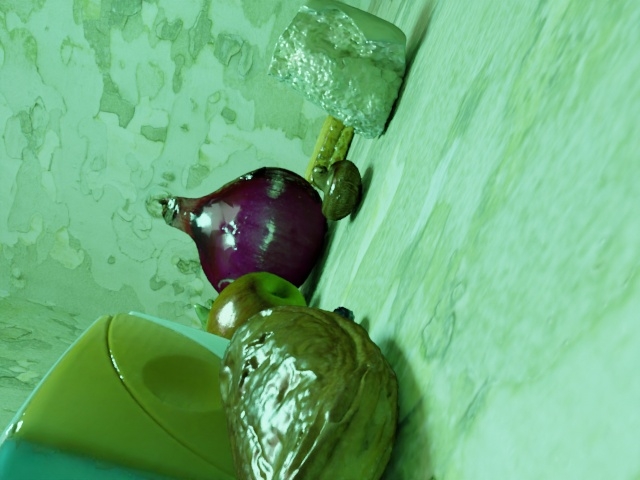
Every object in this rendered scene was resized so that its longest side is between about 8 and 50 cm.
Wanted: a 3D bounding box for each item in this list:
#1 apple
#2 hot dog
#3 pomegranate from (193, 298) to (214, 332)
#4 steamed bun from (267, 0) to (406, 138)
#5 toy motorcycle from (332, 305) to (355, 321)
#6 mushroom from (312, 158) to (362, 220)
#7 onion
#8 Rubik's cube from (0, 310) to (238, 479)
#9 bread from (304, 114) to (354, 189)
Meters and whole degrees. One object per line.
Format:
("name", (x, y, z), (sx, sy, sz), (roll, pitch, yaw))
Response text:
("apple", (-0.112, 0.158, 0.971), (0.196, 0.196, 0.195), (-161, 90, -83))
("hot dog", (-0.015, 0.166, 0.451), (0.272, 0.122, 0.196), (27, 99, 67))
("pomegranate", (-0.194, 0.246, 1.174), (0.211, 0.263, 0.211), (-39, -24, -22))
("steamed bun", (0.035, -0.310, 0.879), (0.170, 0.226, 0.199), (139, 150, -77))
("toy motorcycle", (-0.017, 0.147, 0.656), (0.213, 0.082, 0.122), (149, 133, -66))
("mushroom", (0.034, -0.093, 0.916), (0.126, 0.085, 0.109), (-92, -14, -66))
("onion", (-0.184, -0.020, 1.175), (0.348, 0.386, 0.347), (-164, 90, -79))
("Rubik's cube", (-0.234, 0.345, 0.731), (0.347, 0.352, 0.351), (-96, 23, -73))
("bread", (0.027, -0.235, 1.356), (0.114, 0.083, 0.210), (-136, 65, -77))
